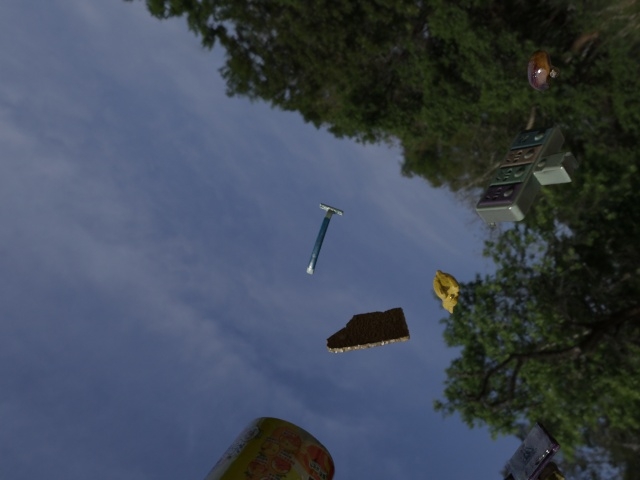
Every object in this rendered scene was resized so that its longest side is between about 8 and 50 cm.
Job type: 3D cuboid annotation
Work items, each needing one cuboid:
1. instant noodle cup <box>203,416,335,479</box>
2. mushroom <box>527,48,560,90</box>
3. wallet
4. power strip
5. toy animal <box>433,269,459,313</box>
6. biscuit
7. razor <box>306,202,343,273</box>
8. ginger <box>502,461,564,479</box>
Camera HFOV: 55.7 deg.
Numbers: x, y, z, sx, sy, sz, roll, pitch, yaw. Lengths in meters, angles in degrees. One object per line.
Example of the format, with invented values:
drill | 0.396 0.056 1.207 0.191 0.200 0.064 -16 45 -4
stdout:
instant noodle cup | -0.098 0.475 1.134 0.264 0.264 0.200 44 -137 -7
mushroom | 0.678 -0.521 1.851 0.127 0.087 0.127 -5 -90 -80
wallet | 0.579 0.590 1.658 0.030 0.166 0.111 28 -167 -12
power strip | 0.388 -0.120 1.092 0.061 0.145 0.216 46 -116 -25
toy animal | 0.377 0.159 1.791 0.083 0.070 0.159 63 -178 41
biscuit | 0.131 0.258 1.739 0.131 0.236 0.026 -99 -2 -57
razor | -0.001 0.000 1.623 0.068 0.191 0.037 21 -174 13
ginger | 0.657 0.892 1.872 0.358 0.413 0.211 -3 -145 -28
